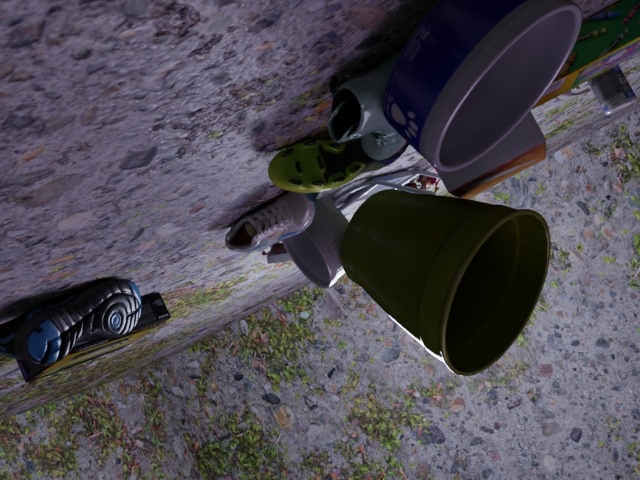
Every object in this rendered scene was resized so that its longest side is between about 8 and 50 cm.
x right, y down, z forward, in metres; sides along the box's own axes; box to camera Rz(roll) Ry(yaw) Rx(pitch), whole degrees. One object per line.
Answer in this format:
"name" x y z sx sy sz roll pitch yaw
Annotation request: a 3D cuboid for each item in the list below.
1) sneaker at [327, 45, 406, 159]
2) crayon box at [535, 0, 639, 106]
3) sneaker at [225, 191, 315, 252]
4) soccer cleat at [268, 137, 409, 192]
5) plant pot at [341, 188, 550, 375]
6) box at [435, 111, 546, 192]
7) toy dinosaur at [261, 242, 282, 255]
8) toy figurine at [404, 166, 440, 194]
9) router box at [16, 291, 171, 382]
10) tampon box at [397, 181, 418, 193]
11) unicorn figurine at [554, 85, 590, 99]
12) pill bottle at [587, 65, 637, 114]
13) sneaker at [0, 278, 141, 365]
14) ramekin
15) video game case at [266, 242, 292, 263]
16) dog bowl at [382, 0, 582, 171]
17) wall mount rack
"sneaker" 0.062 -0.180 1.082 0.151 0.094 0.256 -30 164 -19
"crayon box" 0.522 -0.369 1.418 0.279 0.081 0.165 -28 173 8
"sneaker" -0.105 -0.035 1.544 0.229 0.087 0.092 -34 168 32
"soccer cleat" 0.029 -0.138 1.281 0.289 0.093 0.121 -22 178 -30
"plant pot" 0.244 0.051 1.585 0.367 0.366 0.353 -20 -146 -40
"box" 0.353 -0.213 1.572 0.215 0.168 0.345 -29 172 16
"toy dinosaur" -0.129 0.020 2.094 0.082 0.047 0.090 -13 134 -27
"toy figurine" 0.311 -0.144 2.102 0.173 0.159 0.130 8 151 32
"router box" -0.575 0.244 1.853 0.243 0.081 0.309 -32 171 35
"tampon box" 0.227 -0.090 2.233 0.121 0.101 0.161 -21 171 -34
"unicorn figurine" 0.579 -0.361 1.735 0.111 0.060 0.162 -17 178 0
"pill bottle" 0.679 -0.373 1.716 0.078 0.137 0.078 -26 174 -3
"sneaker" -0.503 0.152 1.474 0.140 0.124 0.341 0 -171 27
"ramekin" 0.000 0.000 1.723 0.109 0.207 0.207 -33 175 -21
"video game case" 0.004 0.015 1.966 0.285 0.025 0.204 -8 -171 2
"dog bowl" 0.210 -0.222 0.956 0.265 0.104 0.265 -37 158 -18
"wall mount rack" 0.208 -0.116 1.885 0.304 0.130 0.350 -33 171 40
